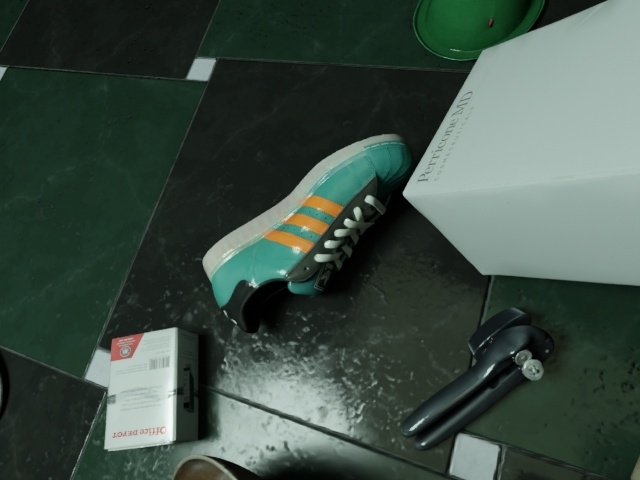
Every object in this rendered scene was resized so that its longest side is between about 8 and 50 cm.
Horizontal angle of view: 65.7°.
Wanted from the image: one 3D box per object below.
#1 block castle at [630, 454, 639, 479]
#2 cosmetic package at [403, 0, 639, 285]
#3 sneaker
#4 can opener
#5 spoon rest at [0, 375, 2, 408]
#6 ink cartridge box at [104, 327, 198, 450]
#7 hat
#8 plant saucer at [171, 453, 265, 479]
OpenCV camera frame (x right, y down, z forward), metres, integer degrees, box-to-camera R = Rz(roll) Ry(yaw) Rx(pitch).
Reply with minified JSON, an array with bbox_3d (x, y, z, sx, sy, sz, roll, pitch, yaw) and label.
[{"bbox_3d":[0.486,0.176,0.301,0.453,0.213,0.303,29,81,26],"label":"block castle"},{"bbox_3d":[0.277,-0.085,0.391,0.385,0.156,0.217,0,55,56],"label":"cosmetic package"},{"bbox_3d":[0.000,0.000,0.601,0.302,0.108,0.121,-36,63,12],"label":"sneaker"},{"bbox_3d":[0.164,0.152,0.517,0.059,0.073,0.186,44,91,-12],"label":"can opener"},{"bbox_3d":[-0.550,0.172,0.746,0.137,0.084,0.276,-24,78,10],"label":"spoon rest"},{"bbox_3d":[-0.209,0.187,0.623,0.099,0.056,0.135,-12,66,15],"label":"ink cartridge box"},{"bbox_3d":[0.201,-0.368,0.622,0.173,0.183,0.208,33,83,27],"label":"hat"},{"bbox_3d":[-0.051,0.337,0.434,0.311,0.050,0.310,14,108,51],"label":"plant saucer"}]
